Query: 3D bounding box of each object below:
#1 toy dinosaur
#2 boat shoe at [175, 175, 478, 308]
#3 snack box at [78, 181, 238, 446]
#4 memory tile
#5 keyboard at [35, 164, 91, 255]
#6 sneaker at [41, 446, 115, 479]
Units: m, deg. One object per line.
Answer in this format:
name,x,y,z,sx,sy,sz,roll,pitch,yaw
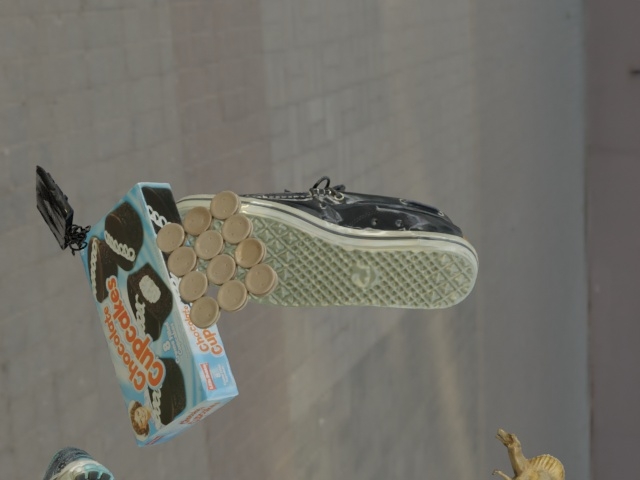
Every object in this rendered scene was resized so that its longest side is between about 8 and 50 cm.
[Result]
toy dinosaur,0.296,0.332,1.615,0.092,0.183,0.053,-51,-175,15
boat shoe,0.000,0.000,1.915,0.156,0.500,0.187,-96,-165,-53
snack box,-0.233,0.104,1.679,0.060,0.187,0.322,-3,65,-42
memory tile,-0.118,0.020,1.366,0.148,0.113,0.012,62,8,31
keyboard,-0.304,-0.032,1.447,0.100,0.038,0.192,59,-16,3
sneaker,-0.326,0.393,1.524,0.110,0.122,0.283,13,102,-30
